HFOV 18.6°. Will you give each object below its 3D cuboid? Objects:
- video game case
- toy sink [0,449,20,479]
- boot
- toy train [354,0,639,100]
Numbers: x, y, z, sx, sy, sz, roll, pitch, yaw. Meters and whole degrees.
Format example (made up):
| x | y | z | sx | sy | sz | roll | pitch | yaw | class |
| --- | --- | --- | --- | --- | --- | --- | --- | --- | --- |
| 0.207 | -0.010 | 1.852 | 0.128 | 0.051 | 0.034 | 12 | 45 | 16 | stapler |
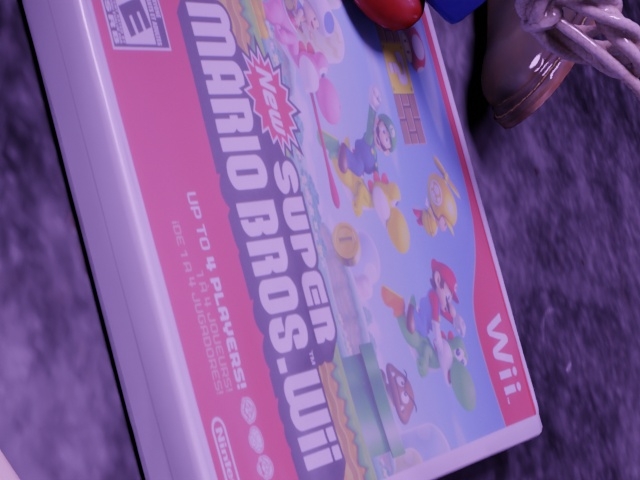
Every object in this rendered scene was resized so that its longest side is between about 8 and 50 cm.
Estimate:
| x | y | z | sx | sy | sz | roll | pitch | yaw | class |
| --- | --- | --- | --- | --- | --- | --- | --- | --- | --- |
| 0.000 | 0.000 | 0.748 | 0.285 | 0.025 | 0.204 | -8 | 82 | -63 | video game case |
| -0.095 | 0.164 | 0.361 | 0.234 | 0.131 | 0.153 | 60 | 30 | -15 | toy sink |
| 0.087 | -0.155 | 0.975 | 0.106 | 0.082 | 0.219 | 36 | 45 | -19 | boot |
| 0.060 | -0.153 | 0.832 | 0.248 | 0.105 | 0.143 | 43 | 24 | -21 | toy train |
